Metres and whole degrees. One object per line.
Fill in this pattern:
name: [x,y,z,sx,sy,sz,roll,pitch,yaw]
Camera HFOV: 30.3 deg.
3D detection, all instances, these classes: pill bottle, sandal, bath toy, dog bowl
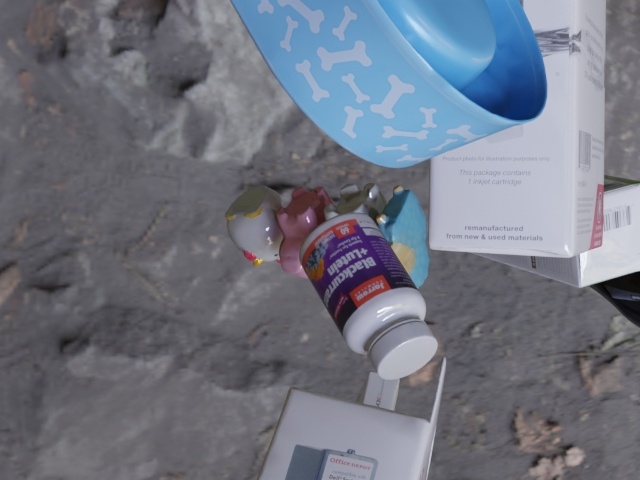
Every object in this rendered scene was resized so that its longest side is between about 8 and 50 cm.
pill bottle: [0.060,0.068,1.420,0.108,0.108,0.193,-47,53,22]
sandal: [0.493,0.069,1.876,0.254,0.054,0.097,32,69,36]
bath toy: [0.000,0.000,1.758,0.348,0.129,0.151,5,45,43]
dog bowl: [0.000,-0.167,0.592,0.074,0.166,0.297,-35,81,31]

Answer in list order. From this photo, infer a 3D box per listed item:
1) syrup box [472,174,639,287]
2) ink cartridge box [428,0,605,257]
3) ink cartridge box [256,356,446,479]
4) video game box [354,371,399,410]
syrup box: [0.248,-0.024,1.299,0.237,0.093,0.096,-157,56,-63]
ink cartridge box: [0.129,-0.102,0.750,0.092,0.158,0.218,3,92,19]
ink cartridge box: [0.000,0.262,0.900,0.119,0.353,0.207,12,134,10]
video game box: [0.047,0.289,1.523,0.048,0.205,0.187,17,63,0]
